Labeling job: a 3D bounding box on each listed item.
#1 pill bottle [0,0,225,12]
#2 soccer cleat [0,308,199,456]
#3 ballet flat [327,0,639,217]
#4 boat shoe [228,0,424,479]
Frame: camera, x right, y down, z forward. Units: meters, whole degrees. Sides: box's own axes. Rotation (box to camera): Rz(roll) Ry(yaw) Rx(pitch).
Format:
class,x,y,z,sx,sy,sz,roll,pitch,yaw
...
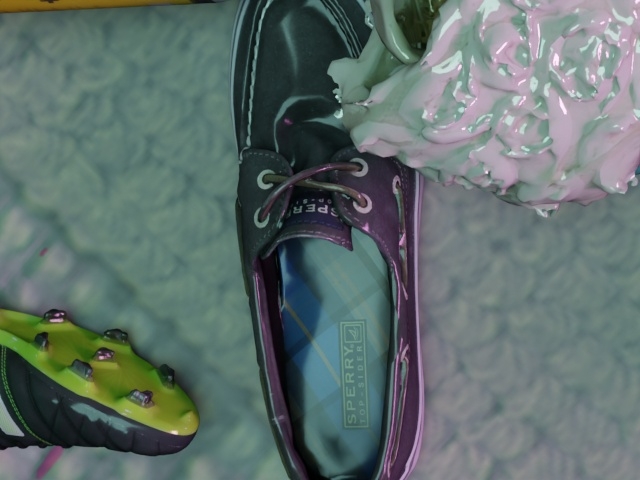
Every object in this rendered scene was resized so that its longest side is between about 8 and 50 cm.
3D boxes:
class,x,y,z,sx,sy,sz,roll,pitch,yaw
pill bottle,-0.121,-0.141,0.607,0.184,0.103,0.103,-2,96,9
soccer cleat,-0.136,0.064,0.660,0.179,0.060,0.072,18,108,13
ballet flat,0.078,-0.202,0.518,0.147,0.147,0.409,10,107,8
boat shoe,0.000,0.000,0.618,0.080,0.076,0.229,-1,96,9
